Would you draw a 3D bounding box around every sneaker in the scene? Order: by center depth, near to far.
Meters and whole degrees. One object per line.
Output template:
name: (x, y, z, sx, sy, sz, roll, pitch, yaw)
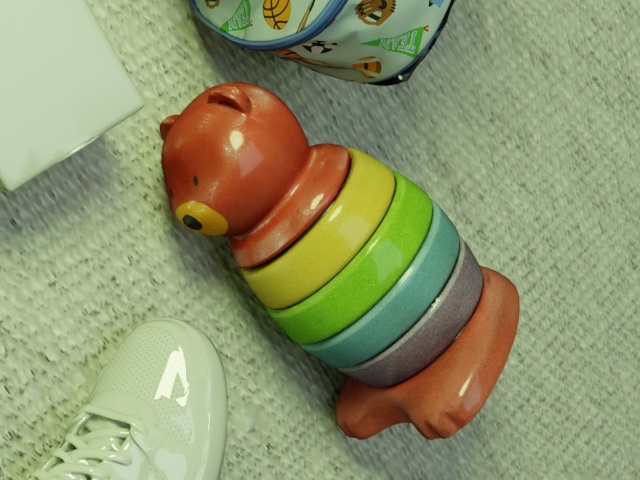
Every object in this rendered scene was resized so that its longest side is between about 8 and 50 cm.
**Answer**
sneaker: (-0.160, 0.170, 0.952, 0.169, 0.108, 0.292, 44, 59, -58)

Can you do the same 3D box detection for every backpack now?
backpack: (0.011, -0.254, 1.060, 0.213, 0.276, 0.263, 9, 99, -32)

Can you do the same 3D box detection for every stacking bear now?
stacking bear: (0.000, 0.000, 1.099, 0.289, 0.175, 0.164, 43, 64, -19)

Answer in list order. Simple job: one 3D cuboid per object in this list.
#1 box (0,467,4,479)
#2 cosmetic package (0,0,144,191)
box: (-0.297, 0.091, 0.929, 0.114, 0.036, 0.207, -32, 106, -35)
cosmetic package: (-0.229, -0.158, 0.962, 0.117, 0.085, 0.231, -34, 109, -22)
